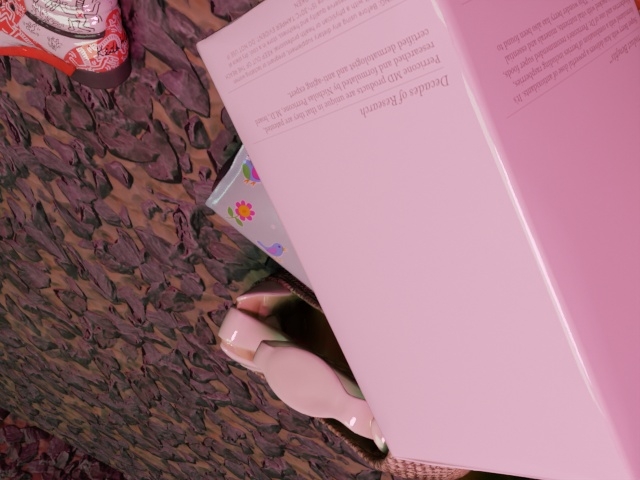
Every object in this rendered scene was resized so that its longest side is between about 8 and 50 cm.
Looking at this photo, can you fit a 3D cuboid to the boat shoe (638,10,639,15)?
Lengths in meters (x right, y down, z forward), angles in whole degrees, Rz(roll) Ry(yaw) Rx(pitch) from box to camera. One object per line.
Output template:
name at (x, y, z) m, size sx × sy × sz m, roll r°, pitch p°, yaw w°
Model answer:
boat shoe at (0.215, -0.193, 0.493) m, size 0.094 × 0.109 × 0.302 m, roll 0°, pitch 135°, yaw 18°

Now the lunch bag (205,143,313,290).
lunch bag at (0.046, -0.079, 0.724) m, size 0.223 × 0.160 × 0.262 m, roll 39°, pitch 125°, yaw 1°

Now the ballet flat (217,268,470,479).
ballet flat at (-0.013, 0.133, 0.880) m, size 0.182 × 0.164 × 0.483 m, roll 10°, pitch -171°, yaw -36°

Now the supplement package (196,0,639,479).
supplement package at (0.094, -0.032, 0.436) m, size 0.175 × 0.177 × 0.293 m, roll -12°, pitch 107°, yaw 50°

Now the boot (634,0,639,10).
boot at (0.173, -0.119, 0.512) m, size 0.264 × 0.096 × 0.280 m, roll 49°, pitch 142°, yaw 8°

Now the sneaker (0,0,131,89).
sneaker at (-0.349, -0.287, 0.864) m, size 0.270 × 0.090 × 0.145 m, roll 21°, pitch 141°, yaw 13°

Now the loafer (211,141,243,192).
loafer at (0.000, 0.000, 0.894) m, size 0.302 × 0.095 × 0.109 m, roll 38°, pitch 145°, yaw -3°

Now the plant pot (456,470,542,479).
plant pot at (0.349, 0.244, 0.716) m, size 0.353 × 0.366 × 0.366 m, roll 21°, pitch 143°, yaw 1°
